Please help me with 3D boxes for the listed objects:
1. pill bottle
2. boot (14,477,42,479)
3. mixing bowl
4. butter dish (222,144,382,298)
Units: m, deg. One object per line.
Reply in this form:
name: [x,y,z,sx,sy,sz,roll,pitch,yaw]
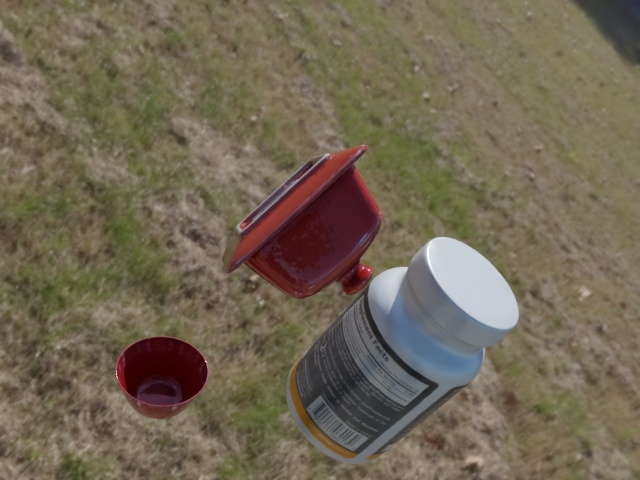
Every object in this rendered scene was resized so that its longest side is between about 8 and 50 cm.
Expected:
pill bottle: [0.092,0.133,0.879,0.162,0.278,0.162,27,35,-20]
boot: [-0.224,0.316,0.768,0.348,0.260,0.131,1,64,-38]
mixing bowl: [-0.323,0.293,1.491,0.182,0.098,0.181,10,37,-8]
butter dish: [0.000,0.000,0.672,0.118,0.160,0.160,47,-4,-10]
